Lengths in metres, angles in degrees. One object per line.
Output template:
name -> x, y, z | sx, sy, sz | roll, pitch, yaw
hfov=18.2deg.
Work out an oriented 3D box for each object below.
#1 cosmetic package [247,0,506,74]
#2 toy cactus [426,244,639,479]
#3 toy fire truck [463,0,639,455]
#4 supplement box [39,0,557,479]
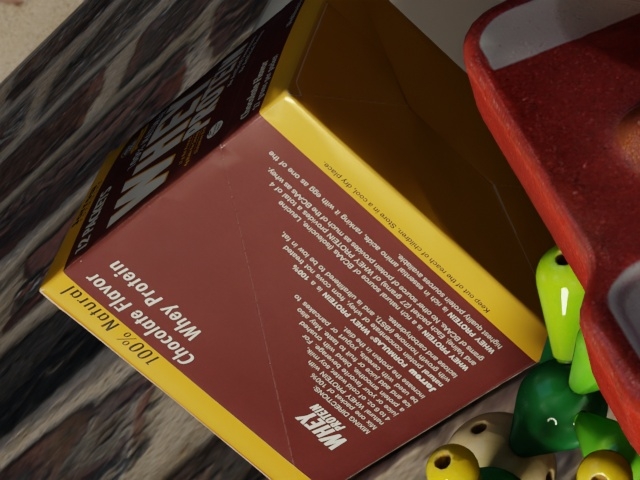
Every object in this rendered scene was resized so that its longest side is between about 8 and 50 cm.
cosmetic package -> 0.104, -0.224, 1.419 | 0.377, 0.097, 0.284 | -32, 21, 41
toy cactus -> 0.100, 0.081, 0.835 | 0.180, 0.112, 0.219 | -56, 8, 52
toy fire truck -> 0.207, -0.059, 0.703 | 0.302, 0.169, 0.254 | -20, 47, -3
supplement box -> 0.000, 0.000, 1.038 | 0.194, 0.191, 0.129 | -37, 21, 34
